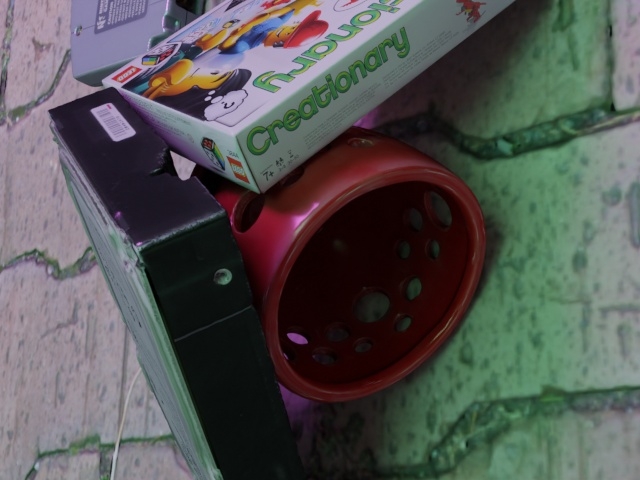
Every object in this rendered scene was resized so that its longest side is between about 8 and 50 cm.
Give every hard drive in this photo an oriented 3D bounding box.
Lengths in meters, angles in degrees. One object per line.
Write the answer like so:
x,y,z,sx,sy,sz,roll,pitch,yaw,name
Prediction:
-0.095,0.081,0.650,0.064,0.339,0.237,-25,36,-16,hard drive

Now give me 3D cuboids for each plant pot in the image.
0.000,0.000,0.678,0.174,0.191,0.191,39,105,49,plant pot

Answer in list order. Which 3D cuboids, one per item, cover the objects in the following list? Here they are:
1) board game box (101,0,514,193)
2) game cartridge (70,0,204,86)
0.007,-0.163,0.675,0.305,0.053,0.193,-40,39,-21,board game box
-0.208,-0.330,1.034,0.198,0.062,0.297,-5,75,45,game cartridge
